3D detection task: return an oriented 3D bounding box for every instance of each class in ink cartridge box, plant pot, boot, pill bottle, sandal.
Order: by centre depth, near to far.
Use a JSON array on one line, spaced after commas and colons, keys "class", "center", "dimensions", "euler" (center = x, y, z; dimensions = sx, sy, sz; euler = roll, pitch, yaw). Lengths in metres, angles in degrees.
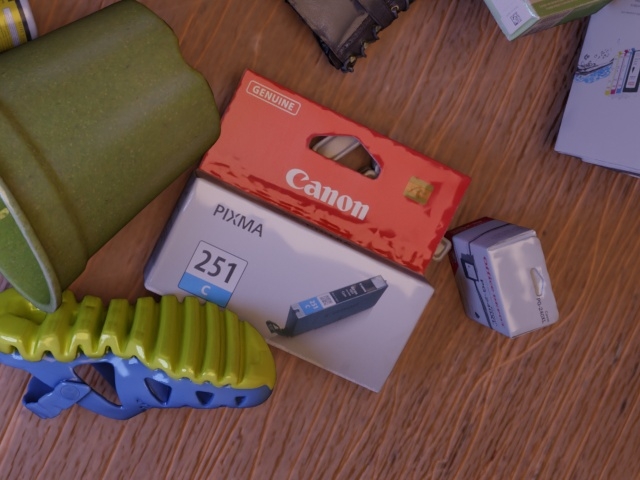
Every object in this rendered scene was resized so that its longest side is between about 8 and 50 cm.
[{"class": "plant pot", "center": [-0.251, -0.109, 1.650], "dimensions": [0.254, 0.276, 0.276], "euler": [-35, 104, -19]}, {"class": "pill bottle", "center": [-0.360, -0.223, 1.691], "dimensions": [0.116, 0.065, 0.065], "euler": [-20, 101, -11]}, {"class": "sandal", "center": [-0.203, 0.135, 1.726], "dimensions": [0.317, 0.126, 0.138], "euler": [9, 125, 7]}, {"class": "ink cartridge box", "center": [0.205, -0.337, 1.730], "dimensions": [0.171, 0.056, 0.235], "euler": [-23, 80, -43]}, {"class": "ink cartridge box", "center": [-0.009, -0.009, 1.779], "dimensions": [0.296, 0.066, 0.261], "euler": [25, 98, -13]}, {"class": "boot", "center": [0.094, -0.277, 1.799], "dimensions": [0.263, 0.091, 0.229], "euler": [41, 91, -11]}, {"class": "ink cartridge box", "center": [0.405, -0.180, 1.815], "dimensions": [0.171, 0.168, 0.233], "euler": [11, 95, -37]}, {"class": "ink cartridge box", "center": [0.203, 0.040, 1.821], "dimensions": [0.063, 0.150, 0.109], "euler": [-19, 101, -11]}]

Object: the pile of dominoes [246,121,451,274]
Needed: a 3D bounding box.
[{"class": "pile of dominoes", "center": [0.000, 0.000, 1.837], "dimensions": [0.251, 0.040, 0.196], "euler": [-35, 104, 1]}]
